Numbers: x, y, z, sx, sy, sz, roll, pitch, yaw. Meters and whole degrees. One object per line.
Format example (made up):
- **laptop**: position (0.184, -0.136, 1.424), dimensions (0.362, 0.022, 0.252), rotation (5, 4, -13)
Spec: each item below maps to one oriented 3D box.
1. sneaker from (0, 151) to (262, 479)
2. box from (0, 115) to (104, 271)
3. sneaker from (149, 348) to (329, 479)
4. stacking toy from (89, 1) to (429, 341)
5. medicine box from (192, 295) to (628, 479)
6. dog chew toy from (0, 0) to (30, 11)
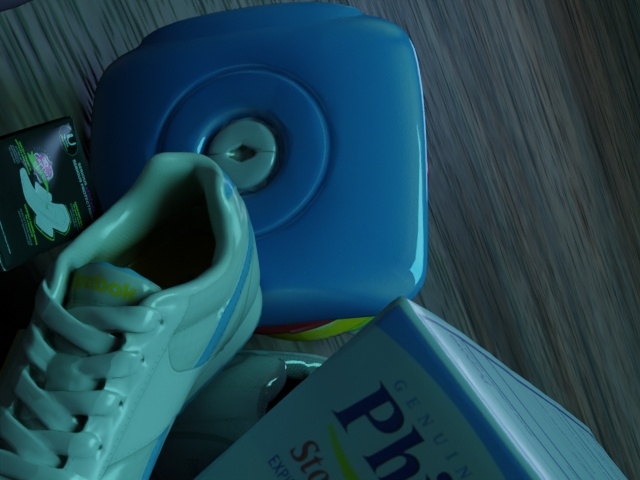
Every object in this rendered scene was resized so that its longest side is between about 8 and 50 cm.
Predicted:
- **sneaker**: position (-0.098, 0.060, 0.599), dimensions (0.092, 0.087, 0.228), rotation (87, 24, -49)
- **box**: position (-0.142, -0.015, 0.621), dimensions (0.083, 0.062, 0.052), rotation (-32, 107, -64)
- **sneaker**: position (-0.014, 0.111, 0.781), dimensions (0.292, 0.118, 0.110), rotation (24, 56, -63)
- **stacking toy**: position (0.000, 0.000, 0.849), dimensions (0.302, 0.175, 0.165), rotation (48, 38, -67)
- **medicine box**: position (0.107, 0.199, 0.662), dimensions (0.263, 0.149, 0.289), rotation (53, 10, 31)
- **dog chew toy**: position (-0.141, -0.179, 0.548), dimensions (0.206, 0.207, 0.331), rotation (62, 36, -32)
